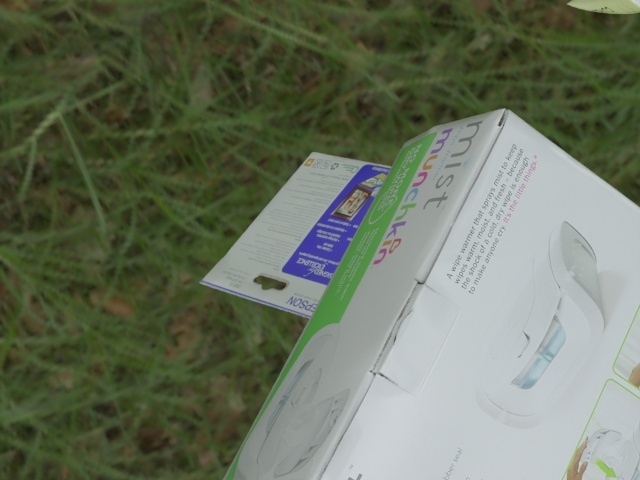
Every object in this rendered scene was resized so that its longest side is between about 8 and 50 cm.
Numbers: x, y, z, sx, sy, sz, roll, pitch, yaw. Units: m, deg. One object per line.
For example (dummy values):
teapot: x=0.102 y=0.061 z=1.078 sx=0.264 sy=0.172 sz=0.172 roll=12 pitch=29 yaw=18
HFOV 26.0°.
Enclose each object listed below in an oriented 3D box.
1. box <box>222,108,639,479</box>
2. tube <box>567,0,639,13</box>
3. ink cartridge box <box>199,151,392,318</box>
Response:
box: x=0.100 y=0.105 z=0.738 sx=0.231 sy=0.127 sz=0.262 roll=33 pitch=73 yaw=-17
tube: x=0.369 y=-0.298 z=1.677 sx=0.070 sy=0.240 sz=0.062 roll=40 pitch=92 yaw=-5
ink cartridge box: x=0.000 y=0.000 z=1.487 sx=0.208 sy=0.206 sz=0.045 roll=-49 pitch=126 yaw=-20
